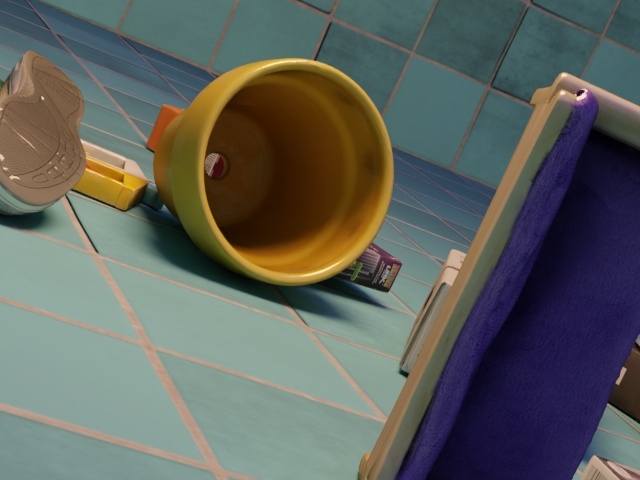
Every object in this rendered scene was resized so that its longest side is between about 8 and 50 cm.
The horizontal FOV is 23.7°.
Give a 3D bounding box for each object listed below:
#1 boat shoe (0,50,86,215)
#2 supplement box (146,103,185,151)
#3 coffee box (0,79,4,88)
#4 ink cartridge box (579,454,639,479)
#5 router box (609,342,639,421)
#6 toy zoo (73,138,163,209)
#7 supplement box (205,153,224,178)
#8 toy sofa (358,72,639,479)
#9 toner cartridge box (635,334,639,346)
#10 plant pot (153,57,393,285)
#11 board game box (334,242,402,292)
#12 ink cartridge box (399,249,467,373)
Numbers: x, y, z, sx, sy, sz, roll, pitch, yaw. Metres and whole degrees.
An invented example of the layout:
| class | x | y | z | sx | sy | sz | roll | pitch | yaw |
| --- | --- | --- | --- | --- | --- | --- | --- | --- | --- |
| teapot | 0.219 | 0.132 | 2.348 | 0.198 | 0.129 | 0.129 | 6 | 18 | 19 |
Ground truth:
| class | x | y | z | sx | sy | sz | roll | pitch | yaw |
| --- | --- | --- | --- | --- | --- | --- | --- | --- | --- |
| boat shoe | -0.327 | -0.103 | 1.644 | 0.118 | 0.103 | 0.320 | 40 | 18 | -24 |
| supplement box | -0.160 | -0.146 | 2.381 | 0.080 | 0.078 | 0.233 | 28 | 9 | 37 |
| coffee box | -0.503 | -0.219 | 2.019 | 0.184 | 0.040 | 0.113 | 14 | 15 | -47 |
| ink cartridge box | 0.403 | 0.297 | 1.393 | 0.333 | 0.065 | 0.165 | 21 | 9 | -24 |
| router box | 0.422 | 0.163 | 2.121 | 0.243 | 0.081 | 0.309 | 16 | 13 | -43 |
| toy zoo | -0.326 | -0.106 | 1.875 | 0.293 | 0.030 | 0.192 | 22 | 10 | -10 |
| supplement box | -0.065 | -0.069 | 2.202 | 0.239 | 0.073 | 0.130 | 29 | 10 | 23 |
| toy sofa | 0.166 | 0.067 | 1.149 | 0.150 | 0.362 | 0.177 | 25 | 3 | -1 |
| toner cartridge box | 0.496 | 0.131 | 2.003 | 0.165 | 0.075 | 0.348 | 23 | 10 | -7 |
| plant pot | -0.080 | -0.083 | 1.794 | 0.254 | 0.254 | 0.239 | 19 | -5 | -29 |
| board game box | 0.000 | 0.000 | 1.943 | 0.141 | 0.048 | 0.170 | 16 | 12 | -40 |
| ink cartridge box | 0.208 | 0.115 | 1.744 | 0.197 | 0.114 | 0.273 | 26 | 10 | 3 |
